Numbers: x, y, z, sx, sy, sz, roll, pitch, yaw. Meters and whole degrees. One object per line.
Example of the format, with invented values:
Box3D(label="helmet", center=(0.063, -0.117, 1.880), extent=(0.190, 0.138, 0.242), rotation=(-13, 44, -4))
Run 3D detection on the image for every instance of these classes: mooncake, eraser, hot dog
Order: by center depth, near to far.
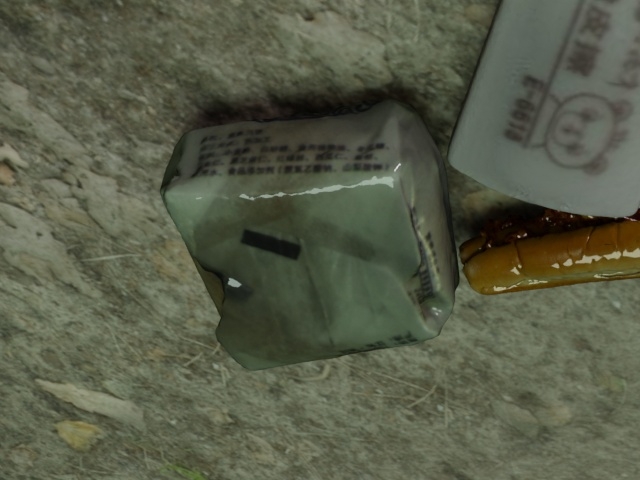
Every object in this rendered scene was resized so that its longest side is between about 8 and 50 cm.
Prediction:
Box3D(label="eraser", center=(0.223, -0.153, 1.113), extent=(0.174, 0.094, 0.270), rotation=(16, 131, -1))
Box3D(label="hot dog", center=(0.248, -0.003, 1.242), extent=(0.249, 0.102, 0.076), rotation=(-7, 101, 21))
Box3D(label="mooncake", center=(0.002, -0.004, 1.254), extent=(0.255, 0.136, 0.250), rotation=(-5, 133, 16))
